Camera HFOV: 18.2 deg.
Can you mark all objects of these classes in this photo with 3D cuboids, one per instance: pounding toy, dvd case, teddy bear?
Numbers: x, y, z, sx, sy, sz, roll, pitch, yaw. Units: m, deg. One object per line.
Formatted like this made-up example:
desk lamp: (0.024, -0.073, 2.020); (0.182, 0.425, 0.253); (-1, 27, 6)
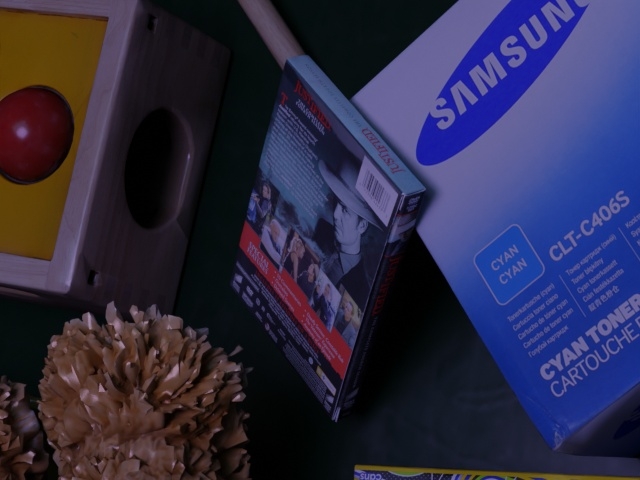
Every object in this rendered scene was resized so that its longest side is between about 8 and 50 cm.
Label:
pounding toy: (-0.094, -0.075, 0.848); (0.181, 0.094, 0.206); (9, 82, 28)
dvd case: (0.000, 0.000, 0.783); (0.087, 0.013, 0.119); (51, 141, 36)
teddy bear: (-0.091, 0.189, 0.730); (0.245, 0.113, 0.338); (4, 81, 12)

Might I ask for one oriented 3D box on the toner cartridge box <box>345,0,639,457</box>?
toner cartridge box: (0.183, -0.088, 0.691); (0.348, 0.075, 0.165); (-42, 62, 24)

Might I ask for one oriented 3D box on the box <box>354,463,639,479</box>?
box: (0.096, 0.116, 0.729); (0.169, 0.054, 0.059); (-1, 78, 26)

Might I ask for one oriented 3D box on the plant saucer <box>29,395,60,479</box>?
plant saucer: (-0.143, 0.156, 0.825); (0.188, 0.045, 0.188); (11, 82, 11)
